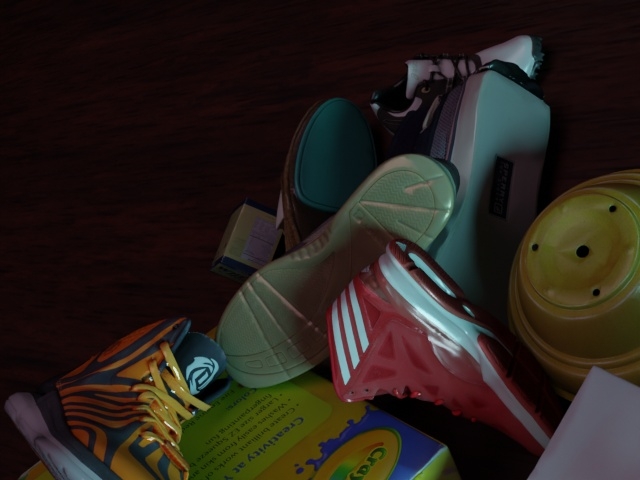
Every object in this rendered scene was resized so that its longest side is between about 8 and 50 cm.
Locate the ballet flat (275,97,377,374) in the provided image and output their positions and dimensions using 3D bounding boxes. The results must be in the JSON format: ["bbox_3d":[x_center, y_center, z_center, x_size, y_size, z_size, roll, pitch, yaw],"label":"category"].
[{"bbox_3d":[0.000,0.000,1.272,0.124,0.116,0.342,-48,37,47],"label":"ballet flat"}]

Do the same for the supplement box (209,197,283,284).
[{"bbox_3d":[-0.086,0.004,1.367,0.083,0.056,0.083,149,143,-72],"label":"supplement box"}]

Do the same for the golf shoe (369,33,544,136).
[{"bbox_3d":[0.141,-0.166,1.216,0.198,0.094,0.077,-32,43,30],"label":"golf shoe"}]

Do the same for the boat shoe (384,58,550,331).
[{"bbox_3d":[0.122,0.000,1.120,0.158,0.127,0.340,-21,47,57],"label":"boat shoe"}]

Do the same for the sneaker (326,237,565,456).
[{"bbox_3d":[0.095,0.113,0.951,0.128,0.221,0.087,-41,1,23],"label":"sneaker"}]

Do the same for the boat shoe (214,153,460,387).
[{"bbox_3d":[0.021,0.029,1.027,0.103,0.092,0.285,49,114,13],"label":"boat shoe"}]

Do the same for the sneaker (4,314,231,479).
[{"bbox_3d":[-0.143,0.149,0.965,0.180,0.124,0.321,-36,29,-18],"label":"sneaker"}]

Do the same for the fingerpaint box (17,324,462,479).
[{"bbox_3d":[-0.134,0.307,0.996,0.445,0.163,0.371,-37,30,-22],"label":"fingerpaint box"}]

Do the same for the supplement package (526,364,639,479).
[{"bbox_3d":[0.247,0.226,0.766,0.203,0.149,0.194,27,86,54],"label":"supplement package"}]

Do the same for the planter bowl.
[{"bbox_3d":[0.232,0.022,0.947,0.217,0.090,0.217,-18,58,31],"label":"planter bowl"}]
